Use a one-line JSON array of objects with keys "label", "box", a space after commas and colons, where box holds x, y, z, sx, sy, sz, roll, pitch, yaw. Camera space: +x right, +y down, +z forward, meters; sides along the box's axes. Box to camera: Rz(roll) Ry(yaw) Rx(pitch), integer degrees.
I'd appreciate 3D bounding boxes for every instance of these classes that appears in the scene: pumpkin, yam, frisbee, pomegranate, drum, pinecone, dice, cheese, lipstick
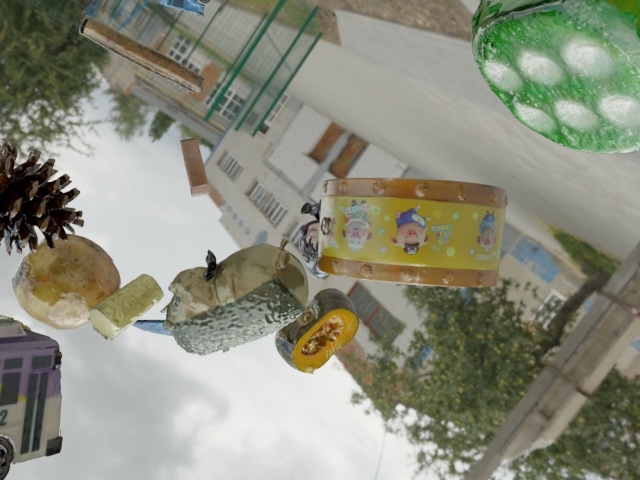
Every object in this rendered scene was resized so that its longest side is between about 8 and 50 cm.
[{"label": "pumpkin", "box": [0.001, 0.327, 2.089, 0.139, 0.317, 0.221, 36, 167, 52]}, {"label": "yam", "box": [-0.359, -0.375, 1.203, 0.264, 0.046, 0.046, 26, -172, -14]}, {"label": "frisbee", "box": [-0.424, 0.253, 1.702, 0.242, 0.045, 0.242, 2, 170, 0]}, {"label": "pomegranate", "box": [-0.717, 0.116, 1.677, 0.281, 0.281, 0.281, 34, -173, -5]}, {"label": "drum", "box": [0.199, -0.022, 1.342, 0.432, 0.214, 0.431, 3, -177, 0]}, {"label": "pinecone", "box": [-0.660, -0.078, 1.314, 0.264, 0.264, 0.264, 34, -173, -5]}, {"label": "dice", "box": [0.425, -0.317, 0.855, 0.287, 0.300, 0.297, 45, 166, -25]}, {"label": "cheese", "box": [-0.488, 0.166, 1.494, 0.094, 0.123, 0.167, 48, -129, 3]}, {"label": "lipstick", "box": [-0.297, -0.173, 1.393, 0.045, 0.045, 0.145, 100, 155, -57]}]

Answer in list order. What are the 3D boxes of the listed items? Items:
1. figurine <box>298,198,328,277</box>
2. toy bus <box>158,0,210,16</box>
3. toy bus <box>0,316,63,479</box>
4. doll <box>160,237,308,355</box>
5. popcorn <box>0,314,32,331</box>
[{"label": "figurine", "box": [0.000, 0.000, 1.748, 0.146, 0.222, 0.145, 7, 161, 2]}, {"label": "toy bus", "box": [-0.261, -0.551, 1.167, 0.106, 0.184, 0.090, 6, -155, -25]}, {"label": "toy bus", "box": [-0.609, 0.242, 0.863, 0.210, 0.249, 0.440, 4, 177, 27]}, {"label": "doll", "box": [-0.204, 0.132, 1.385, 0.247, 0.350, 0.247, 59, -174, -11]}, {"label": "popcorn", "box": [-0.760, 0.271, 1.351, 0.226, 0.203, 0.200, 8, 154, 12]}]
